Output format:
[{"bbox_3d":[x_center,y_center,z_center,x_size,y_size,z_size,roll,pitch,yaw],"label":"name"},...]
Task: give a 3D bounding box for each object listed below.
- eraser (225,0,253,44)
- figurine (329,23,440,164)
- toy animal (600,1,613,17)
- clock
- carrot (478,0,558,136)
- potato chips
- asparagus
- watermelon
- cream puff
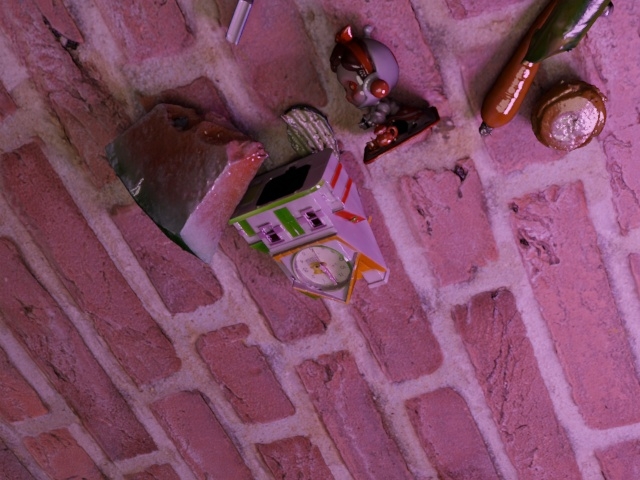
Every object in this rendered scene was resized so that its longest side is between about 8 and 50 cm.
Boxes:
[{"bbox_3d":[-0.146,-0.407,1.521,0.027,0.063,0.084,20,123,-10],"label":"eraser"},{"bbox_3d":[0.093,-0.287,1.527,0.160,0.183,0.226,-29,104,12],"label":"figurine"},{"bbox_3d":[0.352,-0.536,1.316,0.344,0.194,0.302,10,123,0],"label":"toy animal"},{"bbox_3d":[0.000,0.000,1.696,0.235,0.166,0.309,-19,122,31],"label":"clock"},{"bbox_3d":[0.378,-0.330,1.526,0.069,0.069,0.336,23,118,-9],"label":"carrot"},{"bbox_3d":[-0.006,-0.183,1.674,0.092,0.028,0.207,-20,119,17],"label":"potato chips"},{"bbox_3d":[0.414,-0.389,1.255,0.085,0.082,0.343,19,130,-9],"label":"asparagus"},{"bbox_3d":[-0.281,-0.125,1.619,0.264,0.151,0.302,45,116,27],"label":"watermelon"},{"bbox_3d":[0.460,-0.234,1.556,0.126,0.103,0.144,30,121,-8],"label":"cream puff"}]
